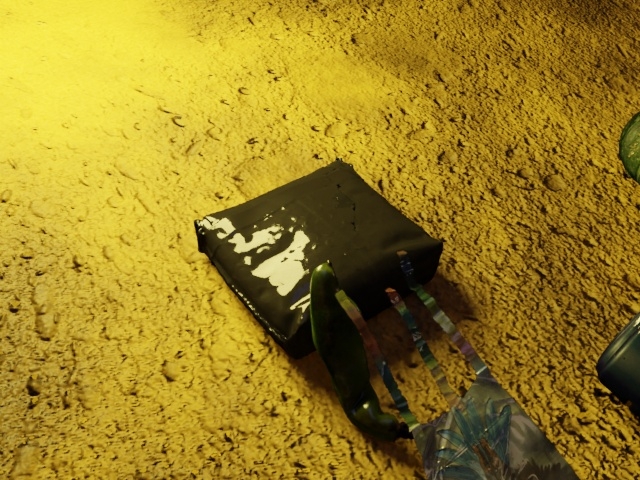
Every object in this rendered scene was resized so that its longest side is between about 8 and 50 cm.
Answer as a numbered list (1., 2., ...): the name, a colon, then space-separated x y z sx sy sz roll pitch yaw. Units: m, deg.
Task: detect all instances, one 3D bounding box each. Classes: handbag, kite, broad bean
1. handbag: 0.000 0.000 0.709 0.247 0.080 0.223 -26 56 -29
2. kite: 0.122 0.162 0.545 0.169 0.015 0.310 -32 83 -35
3. broad bean: 0.029 0.117 0.583 0.195 0.061 0.046 63 22 -1

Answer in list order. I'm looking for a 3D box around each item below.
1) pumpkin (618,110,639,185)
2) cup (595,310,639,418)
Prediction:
1. pumpkin: 0.539 -0.123 0.871 0.190 0.146 0.190 19 18 -7
2. cup: 0.441 0.174 0.605 0.178 0.255 0.256 -46 58 3
